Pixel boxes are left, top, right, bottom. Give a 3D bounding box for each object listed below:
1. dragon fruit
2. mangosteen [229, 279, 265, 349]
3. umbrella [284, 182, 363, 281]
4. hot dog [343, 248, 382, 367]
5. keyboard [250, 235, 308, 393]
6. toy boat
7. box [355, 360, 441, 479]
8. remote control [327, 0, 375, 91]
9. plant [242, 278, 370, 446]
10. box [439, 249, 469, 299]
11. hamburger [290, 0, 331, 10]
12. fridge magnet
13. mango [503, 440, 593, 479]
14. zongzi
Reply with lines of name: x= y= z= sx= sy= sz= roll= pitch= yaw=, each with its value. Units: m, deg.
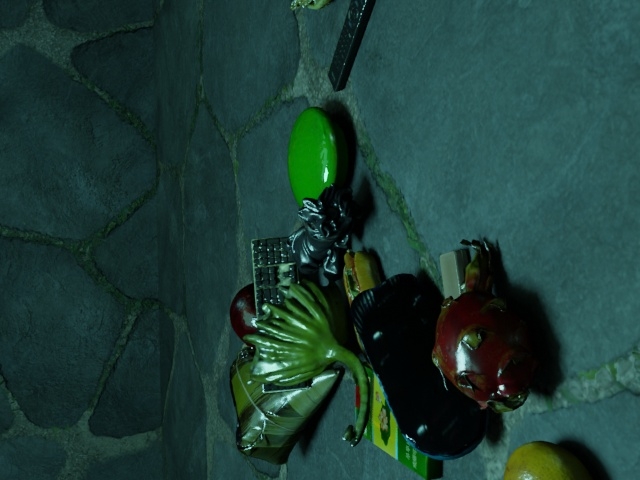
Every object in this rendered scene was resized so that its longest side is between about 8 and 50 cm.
dragon fruit: x=0.211 y=0.103 z=0.940 sx=0.125 sy=0.125 sz=0.246 roll=105 pitch=170 yaw=-61
mangosteen: x=-0.101 y=0.146 z=1.555 sx=0.200 sy=0.200 sz=0.199 roll=178 pitch=90 yaw=-65
umbrella: x=0.001 y=0.000 z=1.360 sx=0.272 sy=0.122 sz=0.110 roll=114 pitch=170 yaw=-60
hot dog: x=0.081 y=0.115 z=1.262 sx=0.092 sy=0.062 sz=0.235 roll=116 pitch=144 yaw=-52
keyboard: x=-0.088 y=0.146 z=1.456 sx=0.027 sy=0.106 sz=0.316 roll=73 pitch=-169 yaw=-77
toy boat: x=0.152 y=0.194 z=1.082 sx=0.092 sy=0.134 sz=0.298 roll=64 pitch=-178 yaw=-52
box: x=0.126 y=0.295 z=1.211 sx=0.235 sy=0.034 sz=0.132 roll=-169 pitch=78 yaw=-64
remote control: x=0.059 y=-0.385 z=1.309 sx=0.245 sy=0.025 sz=0.063 roll=112 pitch=147 yaw=-43
plant: x=0.028 y=0.210 z=1.283 sx=0.334 sy=0.180 sz=0.251 roll=23 pitch=73 yaw=40
box: x=0.200 y=0.072 z=1.043 sx=0.048 sy=0.025 sz=0.115 roll=150 pitch=115 yaw=-68
hamburger: x=-0.023 y=-0.531 z=1.366 sx=0.159 sy=0.131 sz=0.184 roll=-110 pitch=36 yaw=-52
fridge magnet: x=-0.010 y=-0.156 z=1.403 sx=0.208 sy=0.088 sz=0.207 roll=178 pitch=90 yaw=-65
mango: x=0.273 y=0.316 z=0.836 sx=0.115 sy=0.089 sz=0.164 roll=-37 pitch=61 yaw=50
zongzi: x=-0.075 y=0.287 z=1.576 sx=0.317 sy=0.154 sz=0.289 roll=-50 pitch=37 yaw=24
